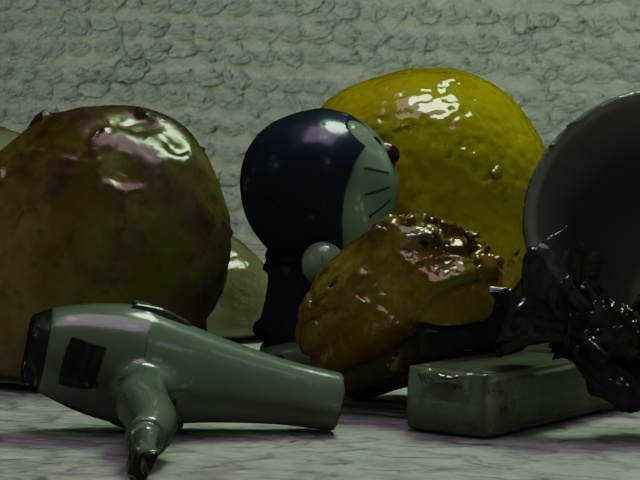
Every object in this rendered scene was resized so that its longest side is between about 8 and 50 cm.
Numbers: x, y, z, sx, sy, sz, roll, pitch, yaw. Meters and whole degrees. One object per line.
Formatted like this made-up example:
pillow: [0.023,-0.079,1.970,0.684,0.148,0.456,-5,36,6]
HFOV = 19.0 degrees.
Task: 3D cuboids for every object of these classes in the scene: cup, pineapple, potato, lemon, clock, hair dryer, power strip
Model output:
cup: [0.353,0.014,1.695,0.301,0.227,0.257,0,-19,19]
pineapple: [0.238,0.071,1.412,0.237,0.111,0.119,14,30,-1]
potato: [-0.213,-0.002,1.694,0.289,0.237,0.301,2,3,16]
lemon: [0.116,-0.051,2.213,0.336,0.336,0.336,2,3,0]
clock: [0.000,0.000,1.765,0.147,0.243,0.199,0,5,3]
hair dryer: [-0.066,0.117,1.308,0.229,0.092,0.267,7,14,-28]
power strip: [0.156,0.113,1.482,0.078,0.052,0.272,4,4,33]

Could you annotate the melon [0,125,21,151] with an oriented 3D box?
melon: [-0.391,-0.023,2.224,0.223,0.223,0.317,1,2,-8]

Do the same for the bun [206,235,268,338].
bun: [-0.121,0.045,2.045,0.167,0.113,0.173,0,6,-33]

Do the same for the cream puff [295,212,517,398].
cream puff: [0.066,0.048,1.536,0.189,0.129,0.189,-21,-11,-4]
